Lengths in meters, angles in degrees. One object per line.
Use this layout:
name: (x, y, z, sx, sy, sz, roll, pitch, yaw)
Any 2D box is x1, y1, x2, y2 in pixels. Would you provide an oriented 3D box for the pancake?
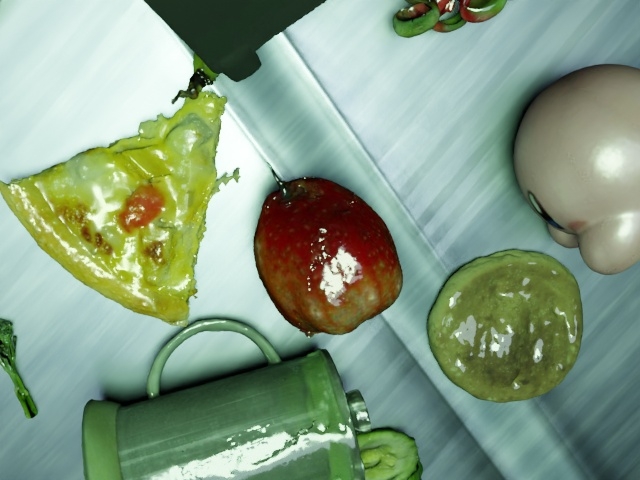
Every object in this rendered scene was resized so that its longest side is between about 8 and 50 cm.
pancake: (0.274, 0.124, 0.973, 0.242, 0.050, 0.242, -3, 103, -11)

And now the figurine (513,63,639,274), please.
figurine: (0.361, -0.121, 0.846, 0.211, 0.269, 0.261, 44, 103, -10)

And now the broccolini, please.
broccolini: (-0.389, 0.163, 0.876, 0.035, 0.030, 0.140, -33, 116, -39)

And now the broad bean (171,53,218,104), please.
broad bean: (-0.062, -0.281, 0.815, 0.325, 0.075, 0.067, -44, 151, 3)

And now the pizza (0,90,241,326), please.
pizza: (-0.213, -0.067, 0.827, 0.280, 0.075, 0.287, 32, 95, -16)

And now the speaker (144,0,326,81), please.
speaker: (-0.089, -0.322, 0.658, 0.232, 0.254, 0.184, -31, 62, 9)

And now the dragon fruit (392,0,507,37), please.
dragon fruit: (0.203, -0.361, 0.784, 0.198, 0.218, 0.272, 15, 108, 24)

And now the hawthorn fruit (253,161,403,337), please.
hawthorn fruit: (0.000, 0.000, 0.828, 0.181, 0.181, 0.235, -26, 110, -4)

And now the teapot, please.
teapot: (-0.111, 0.231, 0.867, 0.337, 0.200, 0.270, -13, 71, -9)

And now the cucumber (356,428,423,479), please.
cucumber: (0.099, 0.400, 0.969, 0.134, 0.134, 0.244, -15, 108, -7)
